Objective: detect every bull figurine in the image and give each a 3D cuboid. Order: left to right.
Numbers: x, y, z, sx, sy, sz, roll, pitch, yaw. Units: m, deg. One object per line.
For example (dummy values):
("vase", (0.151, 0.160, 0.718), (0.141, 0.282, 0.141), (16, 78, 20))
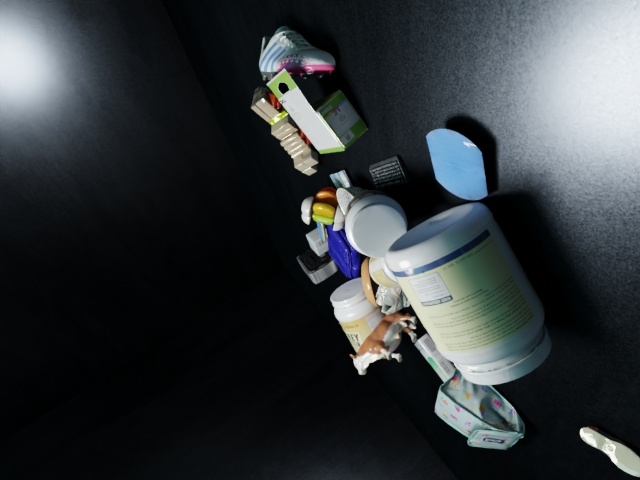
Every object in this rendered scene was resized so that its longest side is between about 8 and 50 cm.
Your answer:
("bull figurine", (0.257, 0.402, 1.616), (0.189, 0.310, 0.101), (7, 142, 52))

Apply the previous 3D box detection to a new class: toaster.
("toaster", (-0.008, 0.125, 2.204), (0.185, 0.168, 0.110), (45, 165, 46))

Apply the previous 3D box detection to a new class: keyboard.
("keyboard", (0.192, -0.170, 1.125), (0.108, 0.023, 0.180), (60, 167, -10))

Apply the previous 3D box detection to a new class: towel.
("towel", (0.093, 0.035, 1.828), (0.227, 0.076, 0.308), (50, 165, 26))

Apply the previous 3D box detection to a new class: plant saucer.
("plant saucer", (0.197, 0.161, 1.591), (0.200, 0.037, 0.199), (-12, -90, -74))

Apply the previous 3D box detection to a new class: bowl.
("bowl", (0.134, -0.116, 1.330), (0.170, 0.080, 0.170), (53, 167, 18))

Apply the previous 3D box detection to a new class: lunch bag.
("lunch bag", (0.525, 0.572, 1.342), (0.262, 0.160, 0.223), (35, 153, 31))

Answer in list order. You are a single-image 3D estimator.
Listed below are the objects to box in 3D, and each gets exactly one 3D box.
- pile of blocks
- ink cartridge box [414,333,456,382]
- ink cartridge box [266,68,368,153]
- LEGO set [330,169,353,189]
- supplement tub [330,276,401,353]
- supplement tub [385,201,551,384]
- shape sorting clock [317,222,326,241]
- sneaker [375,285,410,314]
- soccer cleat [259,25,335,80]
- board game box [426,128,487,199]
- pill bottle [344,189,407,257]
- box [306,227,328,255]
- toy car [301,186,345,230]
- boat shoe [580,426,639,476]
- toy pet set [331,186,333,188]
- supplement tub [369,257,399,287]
("pile of blocks", (-0.097, -0.414, 1.484), (0.113, 0.148, 0.362), (-22, 116, 33))
("ink cartridge box", (0.448, 0.485, 1.637), (0.181, 0.056, 0.224), (52, 164, 22))
("ink cartridge box", (-0.012, -0.371, 1.126), (0.255, 0.097, 0.189), (50, 170, -20))
("LEGO set", (0.101, -0.130, 1.473), (0.244, 0.060, 0.182), (60, 170, -10))
("supplement tub", (0.201, 0.345, 1.819), (0.316, 0.229, 0.228), (61, 166, -14))
("supplement tub", (0.313, 0.109, 0.862), (0.324, 0.236, 0.235), (59, 167, -5))
("shape sorting clock", (0.001, -0.095, 1.837), (0.206, 0.041, 0.205), (-12, -90, -89))
("sneaker", (0.250, 0.177, 1.489), (0.099, 0.121, 0.262), (38, 156, 53))
("soccer cleat", (-0.079, -0.517, 1.117), (0.331, 0.116, 0.142), (25, 120, 51))
("board game box", (0.282, -0.158, 0.814), (0.133, 0.033, 0.168), (34, 159, 48))
("pill bottle", (0.145, -0.048, 1.093), (0.162, 0.162, 0.278), (60, -171, -8))
("box", (0.000, 0.000, 2.022), (0.087, 0.101, 0.101), (45, 162, 45))
("toy car", (0.019, -0.124, 1.486), (0.159, 0.136, 0.182), (13, 163, 3))
("boat shoe", (0.646, 0.459, 0.891), (0.043, 0.049, 0.137), (17, -175, -29))
("toy pet set", (0.033, -0.154, 1.634), (0.122, 0.065, 0.114), (53, 166, 16))
("supplement tub", (0.234, 0.072, 1.258), (0.144, 0.145, 0.199), (56, 167, 6))
